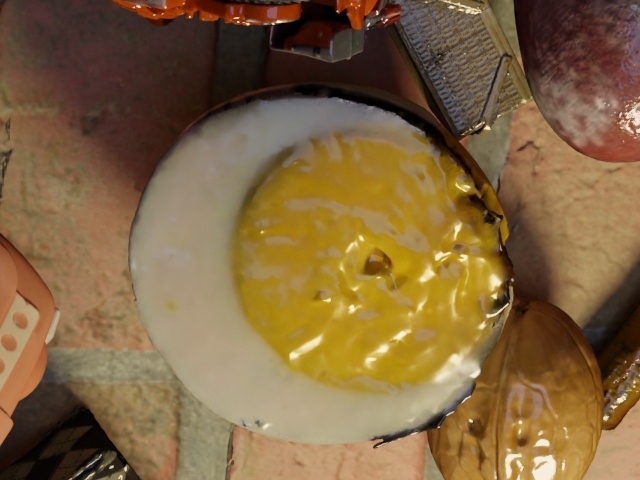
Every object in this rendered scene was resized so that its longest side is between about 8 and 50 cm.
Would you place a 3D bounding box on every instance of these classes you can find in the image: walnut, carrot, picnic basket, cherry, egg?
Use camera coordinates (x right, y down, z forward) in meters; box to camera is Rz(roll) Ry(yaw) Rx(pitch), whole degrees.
[{"bbox_3d":[0.178,0.151,1.696,0.165,0.165,0.197,-1,120,-10],"label":"walnut"},{"bbox_3d":[0.329,0.069,1.737,0.070,0.070,0.260,32,105,-21],"label":"carrot"},{"bbox_3d":[0.107,-0.176,1.567,0.079,0.115,0.164,-30,115,1],"label":"picnic basket"},{"bbox_3d":[0.272,-0.205,1.528,0.236,0.213,0.285,24,68,-8],"label":"cherry"},{"bbox_3d":[0.000,0.000,1.577,0.337,0.201,0.337,-1,110,-2],"label":"egg"}]

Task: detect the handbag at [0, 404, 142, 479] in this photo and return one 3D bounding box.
[{"bbox_3d":[-0.202,0.389,1.732,0.317,0.180,0.416,-38,113,-6],"label":"handbag"}]

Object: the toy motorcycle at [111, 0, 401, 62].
[{"bbox_3d":[-0.081,-0.221,1.443,0.325,0.221,0.148,15,114,33],"label":"toy motorcycle"}]

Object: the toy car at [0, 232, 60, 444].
[{"bbox_3d":[-0.339,0.104,1.546,0.212,0.180,0.270,42,64,-31],"label":"toy car"}]
